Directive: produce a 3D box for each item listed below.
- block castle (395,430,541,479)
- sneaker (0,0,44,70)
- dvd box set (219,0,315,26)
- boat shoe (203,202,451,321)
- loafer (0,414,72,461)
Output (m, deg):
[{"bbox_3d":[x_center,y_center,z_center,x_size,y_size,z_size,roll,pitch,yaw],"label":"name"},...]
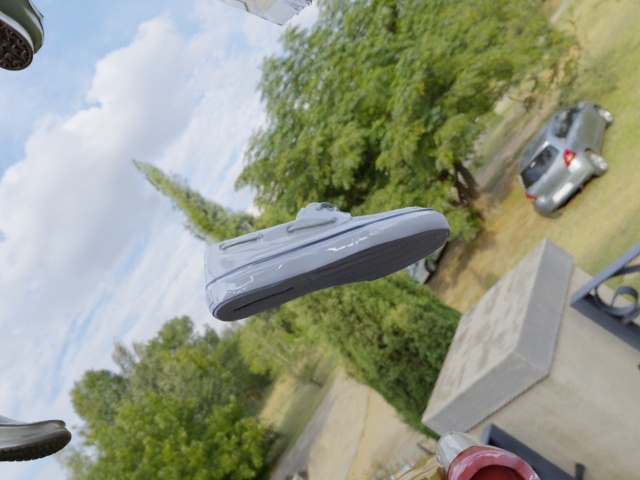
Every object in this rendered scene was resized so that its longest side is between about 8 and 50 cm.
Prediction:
[{"bbox_3d":[0.167,0.447,0.531,0.302,0.454,0.213,-33,-3,-2],"label":"block castle"},{"bbox_3d":[-0.347,-0.252,0.537,0.064,0.192,0.086,-31,36,23],"label":"sneaker"},{"bbox_3d":[-0.175,-0.251,0.319,0.307,0.419,0.062,-148,75,-70],"label":"dvd box set"},{"bbox_3d":[0.000,0.000,0.510,0.226,0.076,0.083,-17,-26,-5],"label":"boat shoe"},{"bbox_3d":[-0.323,0.191,0.563,0.056,0.147,0.050,95,168,-58],"label":"loafer"}]
